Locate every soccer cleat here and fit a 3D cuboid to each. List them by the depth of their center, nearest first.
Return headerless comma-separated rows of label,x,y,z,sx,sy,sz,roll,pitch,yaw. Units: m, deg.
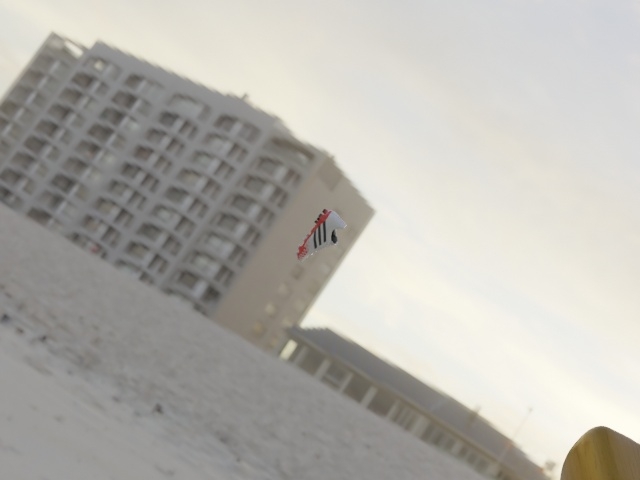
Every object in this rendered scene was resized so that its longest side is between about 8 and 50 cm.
soccer cleat,0.000,0.000,1.330,0.036,0.083,0.029,37,35,4

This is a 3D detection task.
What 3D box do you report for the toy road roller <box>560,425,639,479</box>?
toy road roller,0.303,0.317,1.085,0.241,0.329,0.202,28,29,-13
